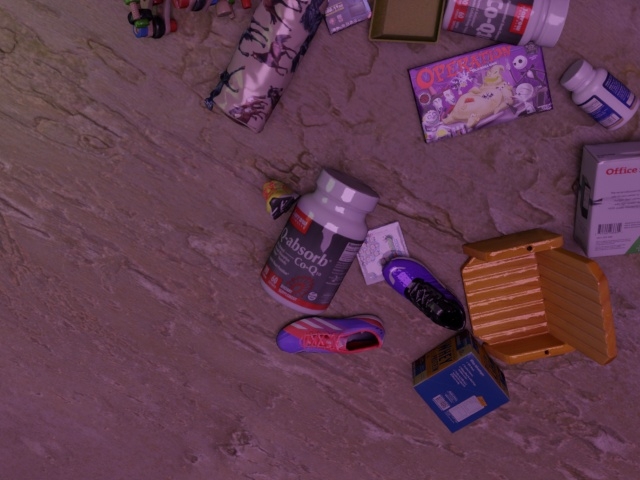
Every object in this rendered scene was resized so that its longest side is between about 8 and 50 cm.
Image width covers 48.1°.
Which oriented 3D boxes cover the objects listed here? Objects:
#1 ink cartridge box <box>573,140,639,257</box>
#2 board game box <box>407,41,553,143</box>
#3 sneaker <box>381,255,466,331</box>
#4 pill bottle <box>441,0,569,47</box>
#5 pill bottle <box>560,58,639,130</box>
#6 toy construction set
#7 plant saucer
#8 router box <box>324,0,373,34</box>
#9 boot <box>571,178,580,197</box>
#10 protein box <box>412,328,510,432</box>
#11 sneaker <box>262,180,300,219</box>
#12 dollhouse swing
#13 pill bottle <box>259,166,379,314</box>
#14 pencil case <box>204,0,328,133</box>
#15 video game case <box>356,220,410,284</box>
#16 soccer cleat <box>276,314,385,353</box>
[{"bbox_3d":[0.812,-0.113,1.917,0.211,0.121,0.289,-5,120,1],"label":"ink cartridge box"},{"bbox_3d":[0.423,-0.400,1.898,0.347,0.056,0.208,-16,102,5],"label":"board game box"},{"bbox_3d":[0.303,0.156,2.004,0.293,0.146,0.102,35,106,-17],"label":"sneaker"},{"bbox_3d":[0.453,-0.572,1.769,0.284,0.161,0.161,13,107,3],"label":"pill bottle"},{"bbox_3d":[0.724,-0.384,1.868,0.187,0.112,0.112,36,104,-11],"label":"pill bottle"},{"bbox_3d":[-0.348,-0.649,1.748,0.309,0.257,0.237,-17,95,-16],"label":"toy construction set"},{"bbox_3d":[0.226,-0.585,1.798,0.189,0.045,0.188,11,95,25],"label":"plant saucer"},{"bbox_3d":[0.064,-0.595,1.839,0.123,0.038,0.092,-22,105,6],"label":"router box"},{"bbox_3d":[0.753,-0.173,1.974,0.114,0.037,0.106,-5,107,4],"label":"boot"},{"bbox_3d":[0.406,0.410,2.088,0.201,0.136,0.199,-36,104,18],"label":"protein box"},{"bbox_3d":[-0.122,-0.116,1.906,0.094,0.208,0.081,43,98,0],"label":"sneaker"},{"bbox_3d":[0.581,0.187,1.945,0.316,0.305,0.346,-13,108,4],"label":"dollhouse swing"},{"bbox_3d":[0.000,0.000,1.934,0.210,0.210,0.362,25,105,-8],"label":"pill bottle"},{"bbox_3d":[-0.135,-0.486,1.801,0.184,0.160,0.410,36,108,16],"label":"pencil case"},{"bbox_3d":[0.176,0.036,2.045,0.143,0.019,0.157,-18,107,5],"label":"video game case"},{"bbox_3d":[0.029,0.281,2.069,0.319,0.116,0.108,-5,107,1],"label":"soccer cleat"}]
